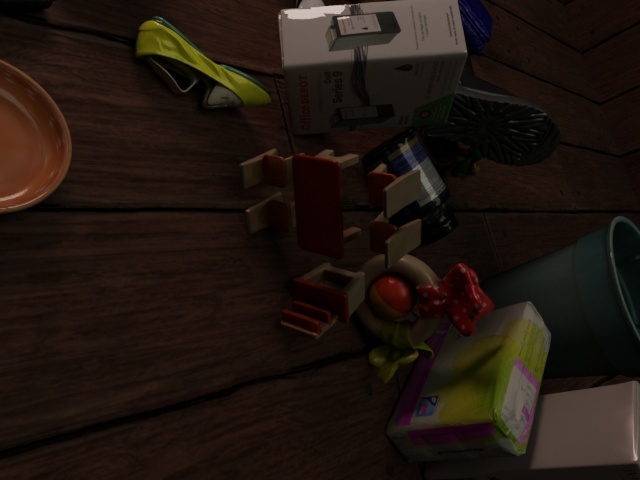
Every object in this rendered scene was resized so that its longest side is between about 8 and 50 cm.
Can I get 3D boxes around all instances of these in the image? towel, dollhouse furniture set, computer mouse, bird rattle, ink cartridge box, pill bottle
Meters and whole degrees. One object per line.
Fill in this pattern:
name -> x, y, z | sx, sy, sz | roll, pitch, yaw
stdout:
towel -> 0.426, -0.745, 1.749 | 0.308, 0.076, 0.227 | 44, 47, -23
dollhouse furniture set -> 0.000, 0.000, 0.848 | 0.135, 0.262, 0.259 | -34, 128, -46
computer mouse -> -0.024, -0.453, 1.173 | 0.106, 0.042, 0.193 | 30, 52, -32
bird rattle -> 0.146, 0.111, 0.951 | 0.207, 0.253, 0.143 | 42, 41, 9
ink cartridge box -> 0.081, -0.290, 0.981 | 0.211, 0.289, 0.121 | 83, 2, -69
pill bottle -> 0.188, -0.105, 1.170 | 0.219, 0.123, 0.123 | 58, 42, -10

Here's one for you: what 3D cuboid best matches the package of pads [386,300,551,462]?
package of pads -> 0.272, 0.245, 1.014 | 0.101, 0.229, 0.296 | 53, 42, -14

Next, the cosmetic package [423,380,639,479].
cosmetic package -> 0.388, 0.378, 0.968 | 0.197, 0.365, 0.155 | 49, 44, -17

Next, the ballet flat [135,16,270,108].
ballet flat -> -0.186, -0.255, 0.902 | 0.231, 0.077, 0.077 | 29, 74, -31

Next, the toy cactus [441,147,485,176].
toy cactus -> 0.383, -0.234, 1.401 | 0.112, 0.180, 0.219 | 49, 35, 11

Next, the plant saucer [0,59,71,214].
plant saucer -> -0.388, -0.119, 0.645 | 0.200, 0.037, 0.200 | 23, 56, -39

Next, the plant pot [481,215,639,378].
plant pot -> 0.554, 0.159, 1.266 | 0.341, 0.334, 0.341 | 21, 59, -38

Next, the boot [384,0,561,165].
boot -> 0.327, -0.391, 1.309 | 0.367, 0.146, 0.445 | 16, 43, -21

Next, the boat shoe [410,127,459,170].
boat shoe -> 0.251, -0.278, 1.360 | 0.095, 0.095, 0.257 | 58, 16, -68

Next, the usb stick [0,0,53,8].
usb stick -> -0.447, -0.307, 0.664 | 0.278, 0.045, 0.077 | -26, 92, -48
